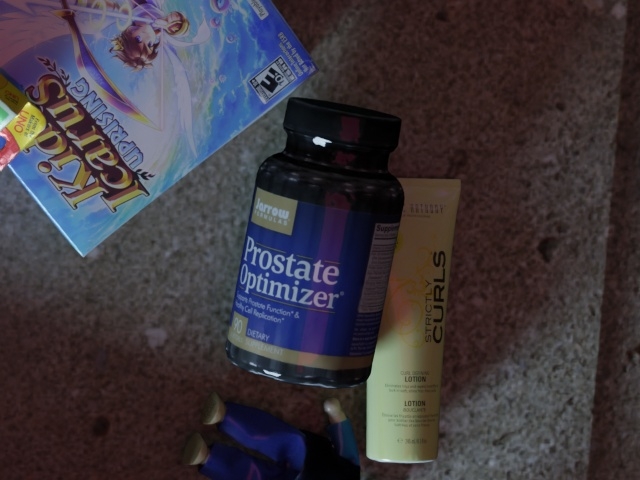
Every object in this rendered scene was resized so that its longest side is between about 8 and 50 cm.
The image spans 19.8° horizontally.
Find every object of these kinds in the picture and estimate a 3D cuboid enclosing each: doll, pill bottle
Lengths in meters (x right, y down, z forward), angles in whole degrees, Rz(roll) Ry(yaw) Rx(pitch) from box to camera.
[{"bbox_3d":[-0.017,0.191,1.558,0.189,0.046,0.129,27,80,-19],"label":"doll"},{"bbox_3d":[0.000,0.000,1.485,0.123,0.123,0.219,8,98,-17],"label":"pill bottle"}]

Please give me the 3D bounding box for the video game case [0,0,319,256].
[{"bbox_3d":[-0.175,-0.166,1.436,0.244,0.061,0.269,-39,108,-4],"label":"video game case"}]

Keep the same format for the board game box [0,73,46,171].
[{"bbox_3d":[-0.337,-0.135,1.370,0.259,0.039,0.124,41,121,-16],"label":"board game box"}]

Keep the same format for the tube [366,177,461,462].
[{"bbox_3d":[0.071,0.066,1.553,0.070,0.062,0.240,1,91,-59],"label":"tube"}]
